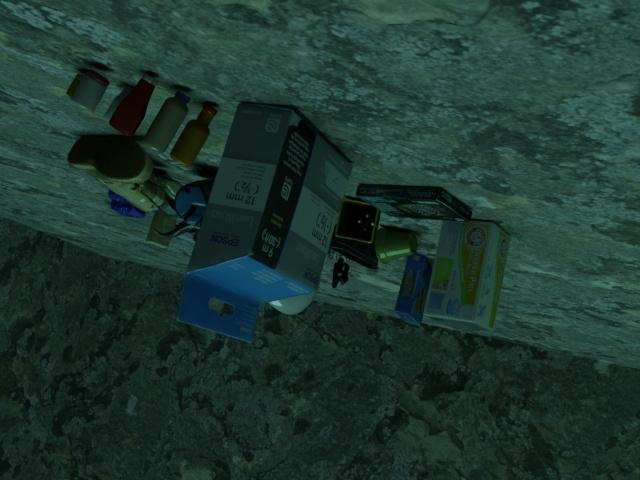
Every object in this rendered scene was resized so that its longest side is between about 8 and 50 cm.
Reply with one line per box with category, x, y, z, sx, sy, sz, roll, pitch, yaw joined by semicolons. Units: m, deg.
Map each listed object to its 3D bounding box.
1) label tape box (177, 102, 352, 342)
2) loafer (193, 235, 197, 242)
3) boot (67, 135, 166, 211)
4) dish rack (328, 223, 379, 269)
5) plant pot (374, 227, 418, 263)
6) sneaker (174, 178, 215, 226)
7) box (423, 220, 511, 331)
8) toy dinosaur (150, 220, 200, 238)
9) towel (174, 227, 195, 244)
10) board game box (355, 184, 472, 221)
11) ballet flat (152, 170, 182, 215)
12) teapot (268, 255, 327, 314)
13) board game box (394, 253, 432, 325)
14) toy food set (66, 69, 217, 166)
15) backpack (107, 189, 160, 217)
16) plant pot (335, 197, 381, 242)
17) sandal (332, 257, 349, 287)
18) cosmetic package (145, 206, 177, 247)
label tape box;-0.081;-0.010;1.259;0.115;0.347;0.249;9;169;26
loafer;-0.273;-0.030;2.178;0.251;0.094;0.087;-6;153;39
boot;-0.396;-0.133;1.672;0.262;0.095;0.203;11;160;41
dish rack;0.000;0.000;1.967;0.271;0.074;0.208;8;167;35
plant pot;0.178;0.009;1.786;0.079;0.083;0.083;-6;160;29
sneaker;-0.140;-0.080;1.714;0.341;0.125;0.139;13;-163;-3
box;0.294;0.067;1.552;0.114;0.203;0.103;5;167;35
toy dinosaur;-0.269;-0.045;1.985;0.313;0.121;0.160;13;165;-33
towel;-0.347;-0.005;2.538;0.209;0.034;0.285;25;164;-34
board game box;0.175;-0.071;1.475;0.186;0.026;0.126;6;166;40
ballet flat;-0.358;-0.108;1.903;0.079;0.077;0.221;8;164;18
teapot;-0.084;0.072;2.186;0.252;0.187;0.256;41;-169;-24
board game box;0.252;0.133;2.083;0.047;0.160;0.210;12;169;18
toy food set;-0.286;-0.220;1.230;0.232;0.104;0.111;32;-176;4
backpack;-0.459;-0.108;1.965;0.120;0.101;0.098;7;174;22
plant pot;0.087;-0.039;1.635;0.081;0.081;0.083;11;-179;18
sandal;0.055;0.083;1.970;0.040;0.067;0.179;5;170;-4
cosmetic package;-0.457;-0.042;2.261;0.060;0.115;0.041;21;168;-34
